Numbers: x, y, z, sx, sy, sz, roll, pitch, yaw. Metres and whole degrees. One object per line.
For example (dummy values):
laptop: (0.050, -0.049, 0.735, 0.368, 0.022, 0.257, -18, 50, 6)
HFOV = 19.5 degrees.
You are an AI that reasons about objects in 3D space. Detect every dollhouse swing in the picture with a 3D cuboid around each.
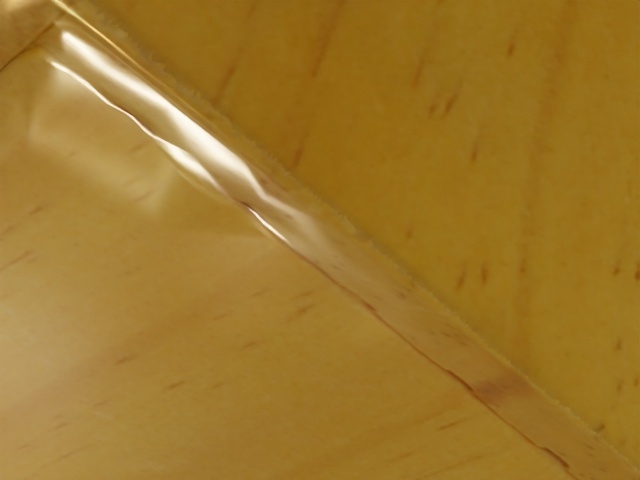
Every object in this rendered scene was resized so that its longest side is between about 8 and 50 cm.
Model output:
dollhouse swing: (0.000, 0.000, 0.635, 0.305, 0.347, 0.315, -22, 35, 53)
